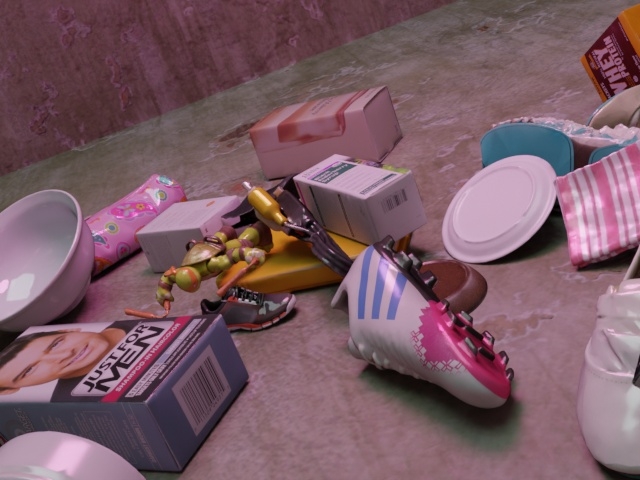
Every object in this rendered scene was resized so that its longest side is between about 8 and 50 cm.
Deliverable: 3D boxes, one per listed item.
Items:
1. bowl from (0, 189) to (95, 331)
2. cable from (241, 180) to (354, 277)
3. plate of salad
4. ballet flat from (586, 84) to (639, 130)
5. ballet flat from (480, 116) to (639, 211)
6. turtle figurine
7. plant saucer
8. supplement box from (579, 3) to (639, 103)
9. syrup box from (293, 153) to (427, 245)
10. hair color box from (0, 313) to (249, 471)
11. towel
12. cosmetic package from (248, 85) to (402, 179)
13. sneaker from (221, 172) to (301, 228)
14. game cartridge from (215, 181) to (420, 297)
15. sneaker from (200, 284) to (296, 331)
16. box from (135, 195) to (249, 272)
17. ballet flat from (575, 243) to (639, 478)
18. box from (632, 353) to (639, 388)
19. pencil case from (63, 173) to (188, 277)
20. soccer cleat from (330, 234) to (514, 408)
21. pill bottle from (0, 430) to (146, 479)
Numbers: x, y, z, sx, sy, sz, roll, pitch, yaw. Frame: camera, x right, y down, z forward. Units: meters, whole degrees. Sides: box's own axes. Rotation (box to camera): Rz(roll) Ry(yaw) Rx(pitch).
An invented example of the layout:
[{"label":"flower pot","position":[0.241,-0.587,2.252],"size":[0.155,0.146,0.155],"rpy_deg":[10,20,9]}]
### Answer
[{"label":"bowl","position":[-0.530,0.060,1.558],"size":[0.298,0.134,0.298],"rpy_deg":[-18,48,21]},{"label":"cable","position":[-0.022,0.001,1.294],"size":[0.072,0.139,0.287],"rpy_deg":[-45,43,5]},{"label":"plate of salad","position":[0.273,-0.044,1.256],"size":[0.200,0.048,0.200],"rpy_deg":[-31,37,27]},{"label":"ballet flat","position":[0.539,-0.214,1.325],"size":[0.248,0.086,0.086],"rpy_deg":[-28,24,-20]},{"label":"ballet flat","position":[0.423,-0.104,1.241],"size":[0.147,0.147,0.409],"rpy_deg":[-32,28,-25]},{"label":"turtle figurine","position":[-0.182,0.034,1.322],"size":[0.269,0.087,0.217],"rpy_deg":[-24,9,31]},{"label":"plant saucer","position":[0.148,0.071,1.164],"size":[0.168,0.029,0.168],"rpy_deg":[-17,22,7]},{"label":"supplement box","position":[0.607,-0.344,1.477],"size":[0.191,0.129,0.194],"rpy_deg":[-24,-9,-8]},{"label":"syrup box","position":[0.058,-0.068,1.339],"size":[0.093,0.096,0.237],"rpy_deg":[-30,25,-21]},{"label":"hair color box","position":[-0.308,0.205,1.135],"size":[0.374,0.113,0.185],"rpy_deg":[-7,26,30]},{"label":"towel","position":[0.405,-0.061,1.083],"size":[0.197,0.029,0.144],"rpy_deg":[-29,50,36]},{"label":"cosmetic package","position":[0.011,-0.239,1.843],"size":[0.296,0.129,0.153],"rpy_deg":[-6,25,30]},{"label":"sneaker","position":[-0.103,-0.076,1.562],"size":[0.089,0.051,0.170],"rpy_deg":[1,35,37]},{"label":"game cartridge","position":[0.000,0.000,1.430],"size":[0.324,0.052,0.285],"rpy_deg":[-14,23,21]},{"label":"sneaker","position":[-0.116,0.099,1.271],"size":[0.158,0.065,0.061],"rpy_deg":[-15,22,14]},{"label":"box","position":[-0.242,-0.011,1.593],"size":[0.170,0.091,0.130],"rpy_deg":[-4,27,35]},{"label":"ballet flat","position":[0.351,0.068,0.868],"size":[0.139,0.139,0.400],"rpy_deg":[-2,29,37]},{"label":"box","position":[0.424,0.069,0.744],"size":[0.232,0.058,0.322],"rpy_deg":[27,39,12]},{"label":"pencil case","position":[-0.416,-0.035,1.758],"size":[0.124,0.124,0.284],"rpy_deg":[4,32,45]},{"label":"soccer cleat","position":[0.112,0.123,1.006],"size":[0.143,0.116,0.331],"rpy_deg":[-50,30,10]},{"label":"pill bottle","position":[-0.280,0.350,0.645],"size":[0.224,0.224,0.392],"rpy_deg":[-12,25,20]}]
